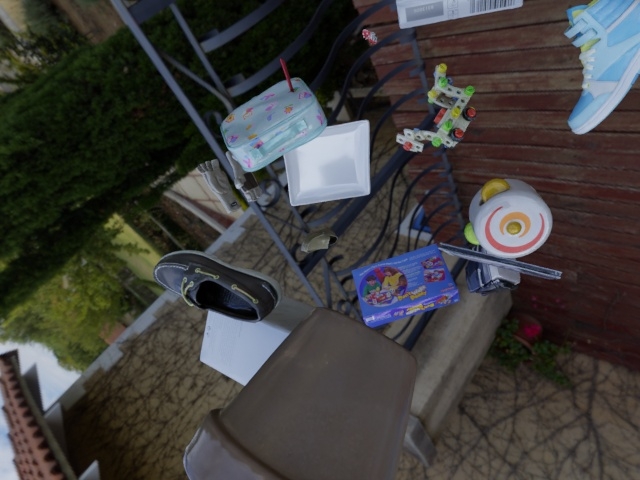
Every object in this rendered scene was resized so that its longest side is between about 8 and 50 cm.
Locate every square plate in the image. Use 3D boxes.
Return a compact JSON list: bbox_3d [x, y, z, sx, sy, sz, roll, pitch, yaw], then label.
[{"bbox_3d":[0.028,-0.315,1.766,0.049,0.348,0.343,-103,5,-50],"label":"square plate"}]

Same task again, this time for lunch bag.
[{"bbox_3d":[-0.131,-0.309,1.174,0.107,0.279,0.224,56,-176,-45],"label":"lunch bag"}]

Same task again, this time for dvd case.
[{"bbox_3d":[0.363,0.044,0.891,0.222,0.018,0.165,15,-179,22],"label":"dvd case"}]

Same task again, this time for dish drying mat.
[{"bbox_3d":[-0.087,-0.426,1.119,0.032,0.008,0.083,-19,-88,-80],"label":"dish drying mat"}]

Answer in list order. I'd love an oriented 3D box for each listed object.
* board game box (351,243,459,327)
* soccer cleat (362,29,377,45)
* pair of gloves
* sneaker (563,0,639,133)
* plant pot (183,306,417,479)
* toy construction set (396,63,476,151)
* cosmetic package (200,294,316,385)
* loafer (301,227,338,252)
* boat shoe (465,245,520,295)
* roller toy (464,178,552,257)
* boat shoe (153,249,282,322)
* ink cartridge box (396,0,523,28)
[{"bbox_3d":[0.312,0.168,1.631,0.233,0.348,0.078,-100,-12,-45],"label":"board game box"},{"bbox_3d":[0.173,-0.716,1.508,0.029,0.035,0.083,12,176,38],"label":"soccer cleat"},{"bbox_3d":[-0.314,-0.211,1.541,0.042,0.240,0.204,-26,100,33],"label":"pair of gloves"},{"bbox_3d":[0.630,-0.426,1.008,0.208,0.127,0.318,28,120,6],"label":"sneaker"},{"bbox_3d":[0.008,0.216,0.533,0.263,0.229,0.263,28,165,8],"label":"plant pot"},{"bbox_3d":[0.424,-0.445,1.537,0.215,0.327,0.151,34,176,0],"label":"toy construction set"},{"bbox_3d":[-0.078,0.206,0.880,0.225,0.138,0.224,12,-177,38],"label":"cosmetic package"},{"bbox_3d":[0.000,0.000,1.274,0.050,0.148,0.056,28,126,27],"label":"loafer"},{"bbox_3d":[0.535,0.017,1.404,0.127,0.340,0.158,18,150,-17],"label":"boat shoe"},{"bbox_3d":[0.503,-0.059,1.153,0.191,0.146,0.209,11,117,5],"label":"roller toy"},{"bbox_3d":[-0.177,0.073,0.690,0.228,0.068,0.081,11,118,17],"label":"boat shoe"},{"bbox_3d":[0.368,-0.761,1.182,0.309,0.384,0.091,-3,150,18],"label":"ink cartridge box"}]
